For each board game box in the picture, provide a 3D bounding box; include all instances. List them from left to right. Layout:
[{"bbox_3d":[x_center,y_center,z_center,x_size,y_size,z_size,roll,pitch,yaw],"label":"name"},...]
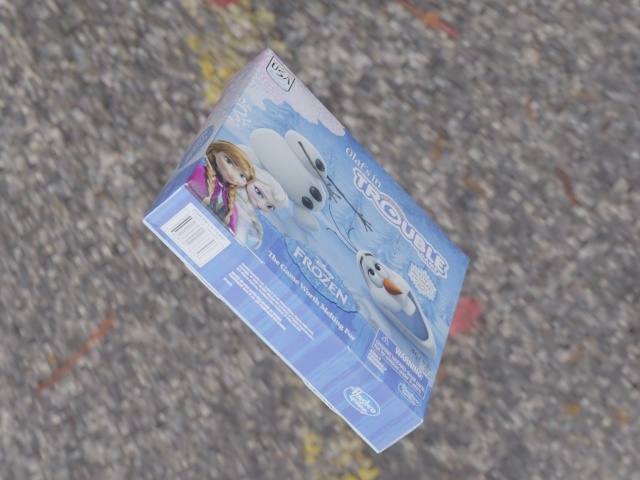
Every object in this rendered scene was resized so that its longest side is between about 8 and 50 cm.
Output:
[{"bbox_3d":[0.000,0.000,0.517,0.020,0.090,0.090,-38,105,27],"label":"board game box"}]
